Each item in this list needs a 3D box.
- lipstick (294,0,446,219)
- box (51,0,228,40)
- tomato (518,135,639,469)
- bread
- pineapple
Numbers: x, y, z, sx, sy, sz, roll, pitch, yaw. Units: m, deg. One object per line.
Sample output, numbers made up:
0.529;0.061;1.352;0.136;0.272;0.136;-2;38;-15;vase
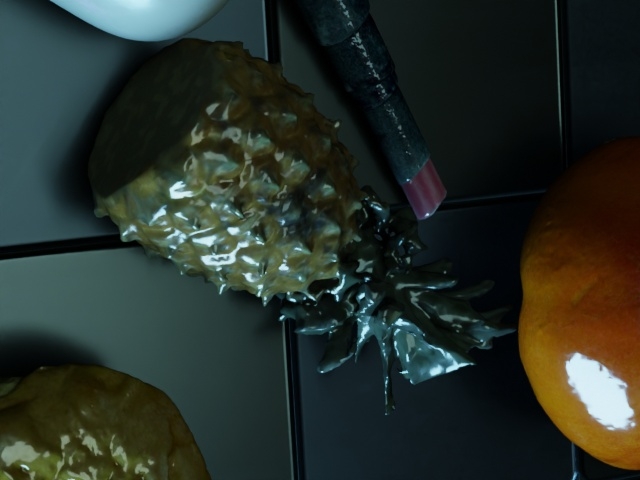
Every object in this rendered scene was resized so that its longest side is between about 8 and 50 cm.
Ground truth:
0.036;-0.118;1.295;0.053;0.053;0.234;-32;110;-17;lipstick
-0.159;-0.314;1.121;0.349;0.141;0.288;31;97;-23;box
0.262;0.046;1.319;0.260;0.180;0.259;2;88;-50;tomato
-0.200;0.159;1.184;0.229;0.143;0.139;-14;91;-25;bread
0.000;0.000;1.246;0.340;0.169;0.169;36;82;-29;pineapple
